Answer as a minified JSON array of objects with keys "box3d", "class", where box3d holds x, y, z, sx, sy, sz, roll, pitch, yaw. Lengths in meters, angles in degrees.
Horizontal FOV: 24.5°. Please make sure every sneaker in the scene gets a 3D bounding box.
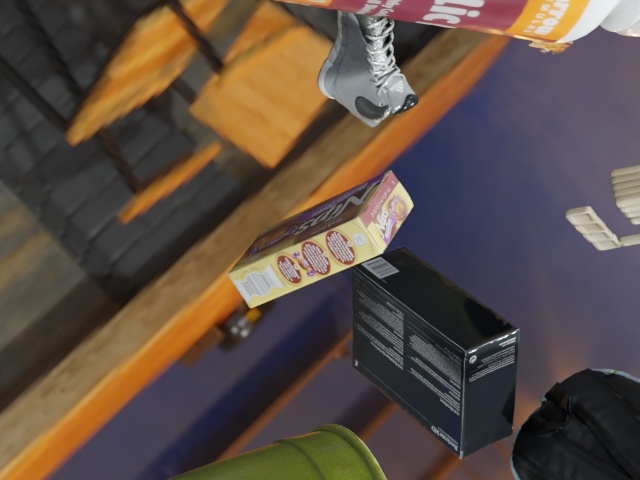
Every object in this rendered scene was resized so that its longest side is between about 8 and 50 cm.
[{"box3d":[0.080,-0.225,1.784,0.086,0.132,0.229,-31,157,-30],"class":"sneaker"}]

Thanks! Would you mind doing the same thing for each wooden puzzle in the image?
[{"box3d":[0.321,-0.276,2.055,0.083,0.049,0.006,148,-49,-79],"class":"wooden puzzle"}]

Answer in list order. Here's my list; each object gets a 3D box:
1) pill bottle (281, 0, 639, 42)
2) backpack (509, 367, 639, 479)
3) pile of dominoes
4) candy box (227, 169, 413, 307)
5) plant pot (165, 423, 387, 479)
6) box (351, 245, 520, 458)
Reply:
[{"box3d":[0.137,-0.287,1.238,0.224,0.392,0.224,-173,-90,-78],"class":"pill bottle"},{"box3d":[0.408,0.327,1.904,0.290,0.355,0.273,-50,148,-3],"class":"backpack"},{"box3d":[0.394,-0.044,1.700,0.196,0.040,0.251,-11,167,18],"class":"pile of dominoes"},{"box3d":[0.000,0.000,1.596,0.186,0.053,0.109,-25,-163,34],"class":"candy box"},{"box3d":[-0.125,0.429,1.805,0.353,0.366,0.366,-4,156,-24],"class":"plant pot"},{"box3d":[0.155,0.152,2.061,0.103,0.261,0.184,-18,126,-29],"class":"box"}]
